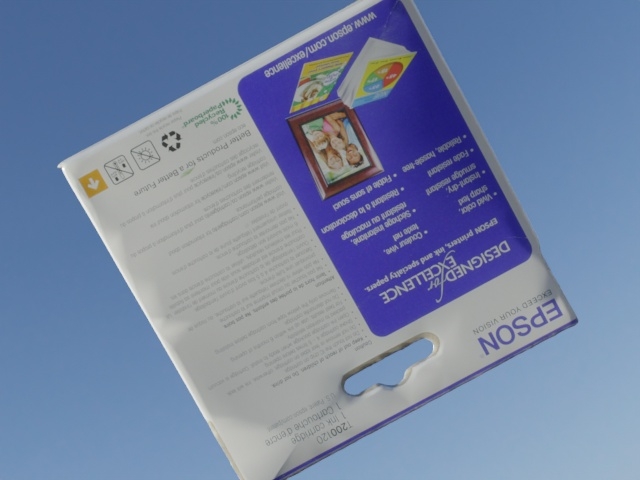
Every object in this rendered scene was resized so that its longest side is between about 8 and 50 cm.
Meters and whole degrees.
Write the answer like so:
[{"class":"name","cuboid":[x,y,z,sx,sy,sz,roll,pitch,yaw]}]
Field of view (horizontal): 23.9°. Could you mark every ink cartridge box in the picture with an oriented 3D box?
[{"class":"ink cartridge box","cuboid":[0.000,0.000,0.812,0.206,0.208,0.045,-28,8,4]}]
